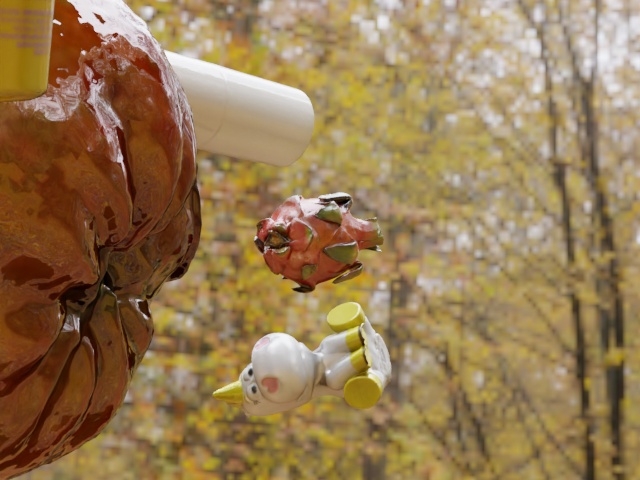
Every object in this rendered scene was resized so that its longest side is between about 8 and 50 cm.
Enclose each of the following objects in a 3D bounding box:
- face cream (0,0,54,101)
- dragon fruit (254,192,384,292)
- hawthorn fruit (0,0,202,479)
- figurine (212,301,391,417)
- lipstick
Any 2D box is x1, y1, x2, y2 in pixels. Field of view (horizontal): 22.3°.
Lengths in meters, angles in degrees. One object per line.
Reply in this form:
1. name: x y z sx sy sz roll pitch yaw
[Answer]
1. face cream: -0.143 -0.198 0.679 0.078 0.273 0.078 6 11 -1
2. dragon fruit: 0.001 -0.002 1.423 0.116 0.086 0.081 -21 -6 -26
3. hawthorn fruit: -0.291 -0.036 1.160 0.403 0.402 0.403 3 -20 1
4. figurine: -0.018 0.134 1.599 0.178 0.109 0.129 -15 -15 -9
5. lipstick: -0.150 -0.142 1.595 0.087 0.087 0.327 -16 -19 42
